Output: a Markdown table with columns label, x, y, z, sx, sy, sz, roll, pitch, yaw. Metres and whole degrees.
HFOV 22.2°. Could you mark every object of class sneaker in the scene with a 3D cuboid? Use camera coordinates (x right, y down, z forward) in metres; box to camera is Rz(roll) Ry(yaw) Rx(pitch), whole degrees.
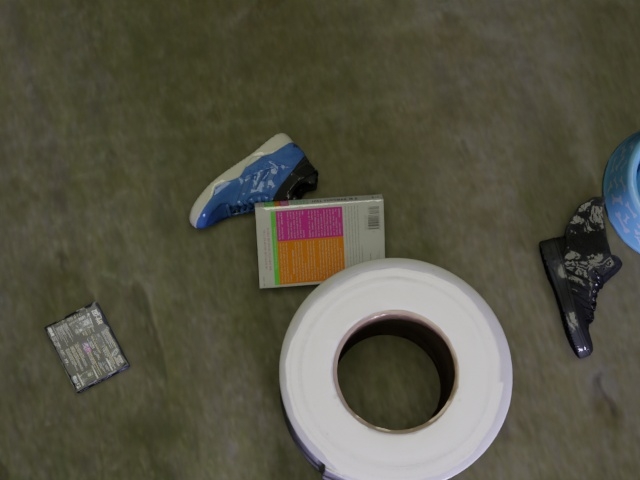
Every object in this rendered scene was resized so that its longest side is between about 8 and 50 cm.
| label | x | y | z | sx | sy | sz | roll | pitch | yaw |
| --- | --- | --- | --- | --- | --- | --- | --- | --- | --- |
| sneaker | 0.305 | 0.041 | 1.843 | 0.089 | 0.051 | 0.170 | -17 | 76 | 0 |
| sneaker | -0.070 | -0.047 | 1.849 | 0.152 | 0.058 | 0.084 | -39 | 73 | -14 |

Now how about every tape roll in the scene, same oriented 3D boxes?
| label | x | y | z | sx | sy | sz | roll | pitch | yaw |
| --- | --- | --- | --- | --- | --- | --- | --- | --- | --- |
| tape roll | 0.076 | 0.151 | 1.757 | 0.246 | 0.169 | 0.246 | 0 | 78 | -2 |

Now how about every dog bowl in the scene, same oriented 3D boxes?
| label | x | y | z | sx | sy | sz | roll | pitch | yaw |
| --- | --- | --- | --- | --- | --- | --- | --- | --- | --- |
| dog bowl | 0.473 | -0.079 | 1.859 | 0.297 | 0.074 | 0.166 | -15 | 80 | -4 |

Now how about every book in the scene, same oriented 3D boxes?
| label | x | y | z | sx | sy | sz | roll | pitch | yaw |
| --- | --- | --- | --- | --- | --- | --- | --- | --- | --- |
| book | 0.000 | 0.000 | 1.832 | 0.144 | 0.035 | 0.096 | -3 | 111 | -3 |

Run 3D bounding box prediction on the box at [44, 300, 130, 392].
| label | x | y | z | sx | sy | sz | roll | pitch | yaw |
| --- | --- | --- | --- | --- | --- | --- | --- | --- | --- |
| box | -0.263 | 0.120 | 1.832 | 0.067 | 0.018 | 0.083 | -28 | 81 | -6 |
